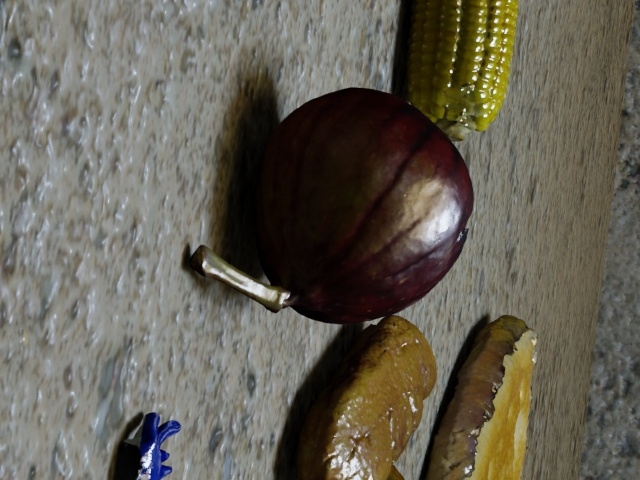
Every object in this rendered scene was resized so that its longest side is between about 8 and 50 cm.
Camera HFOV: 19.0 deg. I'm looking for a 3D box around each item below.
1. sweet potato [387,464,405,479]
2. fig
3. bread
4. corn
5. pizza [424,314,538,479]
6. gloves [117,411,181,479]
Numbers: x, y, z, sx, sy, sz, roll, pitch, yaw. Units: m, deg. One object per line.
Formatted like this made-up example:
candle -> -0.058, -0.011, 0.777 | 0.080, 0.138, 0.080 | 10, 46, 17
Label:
sweet potato -> 0.064, 0.266, 2.086 | 0.264, 0.057, 0.057 | 57, 42, -57
fig -> 0.017, 0.003, 1.595 | 0.203, 0.186, 0.249 | 106, 10, -54
bread -> 0.035, 0.179, 1.896 | 0.124, 0.084, 0.344 | 68, 26, -16
corn -> 0.159, -0.287, 2.053 | 0.120, 0.120, 0.363 | 15, 82, -74
pizza -> 0.222, 0.274, 2.593 | 0.435, 0.080, 0.391 | 59, 41, -67
gloves -> -0.125, 0.160, 1.430 | 0.086, 0.026, 0.064 | 31, 65, -72
